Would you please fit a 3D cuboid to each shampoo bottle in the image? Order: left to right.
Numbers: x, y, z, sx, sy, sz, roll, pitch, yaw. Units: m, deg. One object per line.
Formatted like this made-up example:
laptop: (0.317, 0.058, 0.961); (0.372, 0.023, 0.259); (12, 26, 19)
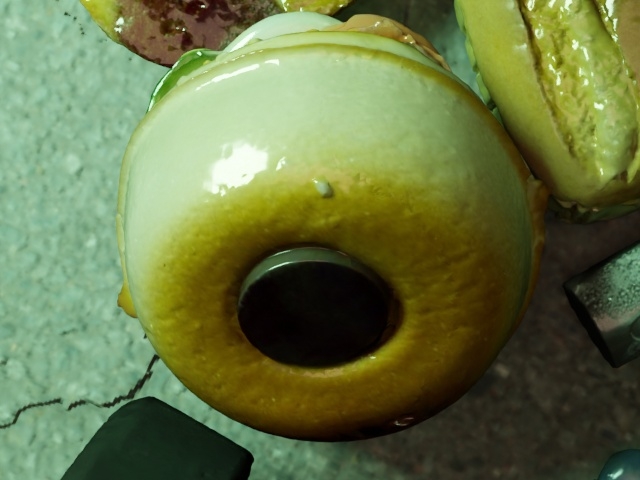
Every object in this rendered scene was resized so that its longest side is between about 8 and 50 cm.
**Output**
shampoo bottle: (0.232, -0.006, 0.783); (0.207, 0.057, 0.063); (-28, 74, 0)

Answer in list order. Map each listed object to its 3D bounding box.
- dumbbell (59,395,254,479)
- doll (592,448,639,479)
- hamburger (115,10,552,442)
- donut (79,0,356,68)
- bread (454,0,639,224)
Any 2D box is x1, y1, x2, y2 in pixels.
dumbbell: (-0.004, 0.238, 0.719); (0.322, 0.204, 0.204); (29, 90, 3)
doll: (0.146, 0.168, 0.800); (0.037, 0.027, 0.125); (34, 94, 4)
hamburger: (0.004, 0.000, 0.740); (0.236, 0.147, 0.237); (2, 125, 3)
donut: (-0.048, -0.173, 0.796); (0.166, 0.073, 0.184); (43, 91, 4)
bread: (0.141, -0.130, 0.767); (0.140, 0.106, 0.236); (-15, 88, 1)
